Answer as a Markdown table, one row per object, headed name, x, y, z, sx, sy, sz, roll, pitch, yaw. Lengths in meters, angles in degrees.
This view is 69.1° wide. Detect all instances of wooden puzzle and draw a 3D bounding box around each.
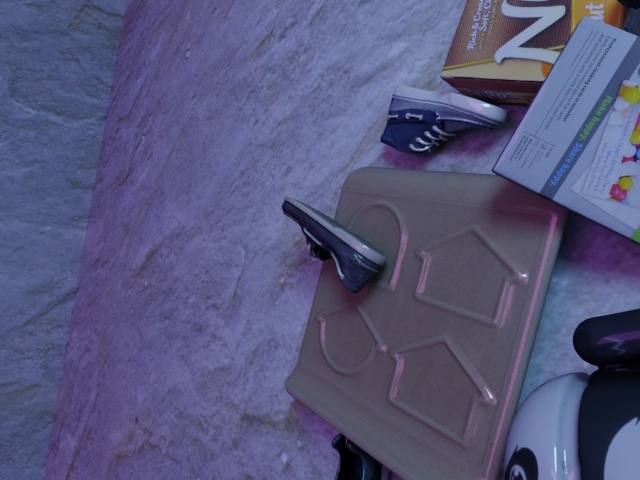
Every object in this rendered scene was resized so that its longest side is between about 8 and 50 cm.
| name | x | y | z | sx | sy | sz | roll | pitch | yaw |
| --- | --- | --- | --- | --- | --- | --- | --- | --- | --- |
| wooden puzzle | 0.116 | 0.083 | 0.578 | 0.322 | 0.081 | 0.347 | 15 | 86 | 50 |

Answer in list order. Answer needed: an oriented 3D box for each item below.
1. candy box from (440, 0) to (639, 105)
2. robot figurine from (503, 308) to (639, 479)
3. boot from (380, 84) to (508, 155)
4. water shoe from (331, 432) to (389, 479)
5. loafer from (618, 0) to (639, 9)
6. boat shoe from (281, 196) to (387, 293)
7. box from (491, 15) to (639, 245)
| name | x | y | z | sx | sy | sz | roll | pitch | yaw |
| --- | --- | --- | --- | --- | --- | --- | --- | --- | --- |
| candy box | 0.272 | -0.305 | 0.488 | 0.183 | 0.088 | 0.316 | 27 | 102 | 48 |
| robot figurine | 0.263 | 0.167 | 0.301 | 0.278 | 0.174 | 0.209 | -21 | 39 | 44 |
| boot | 0.154 | -0.147 | 0.609 | 0.190 | 0.069 | 0.086 | 39 | 117 | 55 |
| water shoe | 0.044 | 0.340 | 0.581 | 0.073 | 0.080 | 0.203 | -20 | 65 | 45 |
| loafer | 0.342 | -0.247 | 0.354 | 0.223 | 0.076 | 0.078 | -32 | 83 | 8 |
| boat shoe | 0.000 | 0.000 | 0.624 | 0.206 | 0.075 | 0.065 | 36 | 100 | 45 |
| box | 0.269 | -0.081 | 0.396 | 0.186 | 0.038 | 0.145 | 30 | 106 | 11 |
